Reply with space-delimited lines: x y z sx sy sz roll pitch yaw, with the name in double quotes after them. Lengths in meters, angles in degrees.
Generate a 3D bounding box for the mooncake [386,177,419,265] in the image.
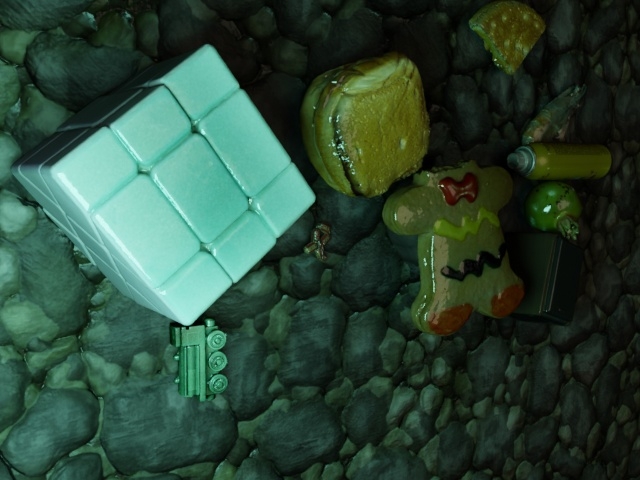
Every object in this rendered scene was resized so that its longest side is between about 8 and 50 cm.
0.278 -0.049 1.641 0.245 0.133 0.245 -2 95 -28 "mooncake"

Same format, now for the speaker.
0.600 0.104 1.851 0.153 0.192 0.231 20 79 -34 "speaker"

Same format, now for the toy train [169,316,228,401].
-0.244 0.238 1.333 0.111 0.071 0.170 -3 98 -26 "toy train"

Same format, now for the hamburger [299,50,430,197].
0.103 -0.248 1.461 0.304 0.174 0.284 -27 110 -30 "hamburger"

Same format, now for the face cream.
0.655 -0.220 1.858 0.349 0.105 0.105 -3 97 -31 "face cream"

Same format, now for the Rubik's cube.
-0.264 -0.094 1.126 0.316 0.319 0.322 -47 118 -22 "Rubik's cube"

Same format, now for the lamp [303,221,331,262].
0.000 0.000 1.504 0.063 0.031 0.083 31 73 -35 "lamp"

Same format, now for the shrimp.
0.695 -0.332 1.951 0.317 0.062 0.164 -48 124 -17 "shrimp"

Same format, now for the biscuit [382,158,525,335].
0.324 0.015 1.552 0.368 0.076 0.394 -12 100 -28 "biscuit"

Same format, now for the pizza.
0.498 -0.541 1.786 0.292 0.058 0.197 -13 104 -32 "pizza"

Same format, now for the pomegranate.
0.659 -0.079 1.870 0.159 0.205 0.159 -6 129 -7 "pomegranate"
